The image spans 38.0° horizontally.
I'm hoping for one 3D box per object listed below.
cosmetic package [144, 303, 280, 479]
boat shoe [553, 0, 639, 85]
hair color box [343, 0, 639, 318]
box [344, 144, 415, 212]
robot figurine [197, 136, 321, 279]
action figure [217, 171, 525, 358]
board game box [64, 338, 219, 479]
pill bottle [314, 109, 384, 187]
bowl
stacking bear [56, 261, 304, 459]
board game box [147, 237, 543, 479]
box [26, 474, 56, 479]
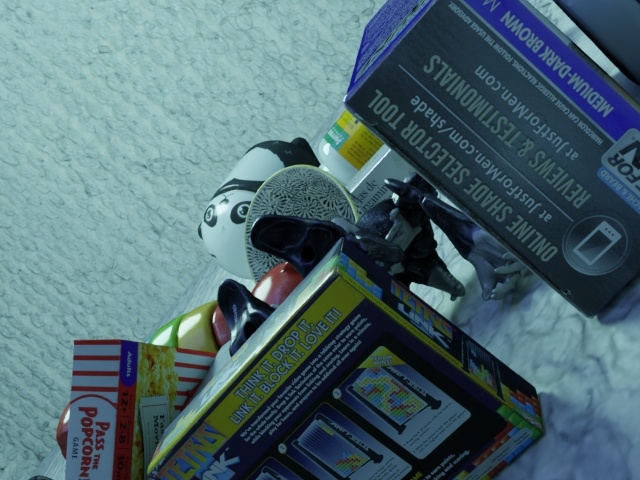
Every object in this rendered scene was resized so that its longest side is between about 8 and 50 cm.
[{"bbox_3d":[-0.051,0.166,0.661,0.085,0.117,0.231,-43,14,38],"label":"cosmetic package"},{"bbox_3d":[0.256,-0.227,0.707,0.156,0.136,0.367,-44,2,25],"label":"boat shoe"},{"bbox_3d":[0.123,-0.102,0.633,0.110,0.185,0.339,-47,10,19],"label":"hair color box"},{"bbox_3d":[0.125,-0.116,1.073,0.324,0.063,0.067,-47,9,30],"label":"box"},{"bbox_3d":[-0.089,-0.060,1.564,0.278,0.173,0.209,-60,-1,-44],"label":"robot figurine"},{"bbox_3d":[0.047,0.034,0.659,0.164,0.141,0.275,-57,-20,21],"label":"action figure"},{"bbox_3d":[-0.119,0.157,0.723,0.193,0.045,0.147,22,-113,-64],"label":"board game box"},{"bbox_3d":[0.071,-0.126,1.208,0.208,0.117,0.117,-50,9,10],"label":"pill bottle"},{"bbox_3d":[0.000,0.000,1.070,0.080,0.170,0.170,-1,-38,-52],"label":"bowl"},{"bbox_3d":[-0.085,0.128,0.905,0.289,0.175,0.164,-38,20,21],"label":"stacking bear"},{"bbox_3d":[0.011,0.105,0.512,0.170,0.141,0.048,-47,10,22],"label":"board game box"},{"bbox_3d":[-0.240,0.354,0.467,0.318,0.097,0.395,-37,32,35],"label":"box"}]
